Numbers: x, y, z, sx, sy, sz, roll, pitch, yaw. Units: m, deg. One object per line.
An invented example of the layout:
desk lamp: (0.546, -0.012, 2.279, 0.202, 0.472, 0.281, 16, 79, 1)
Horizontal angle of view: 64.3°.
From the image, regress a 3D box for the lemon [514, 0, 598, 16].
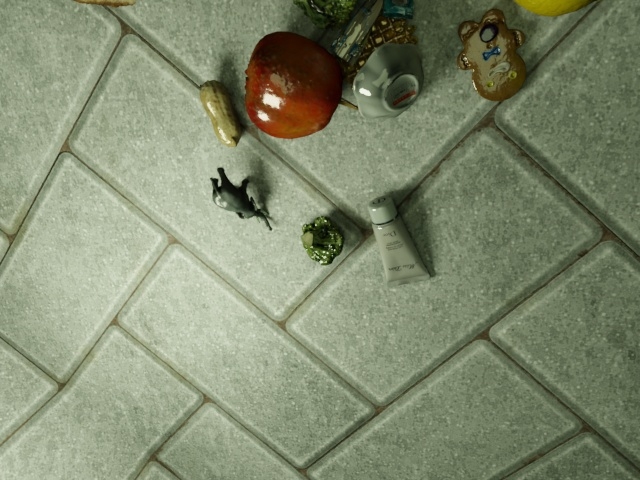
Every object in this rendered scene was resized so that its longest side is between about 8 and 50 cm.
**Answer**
lemon: (0.528, -0.657, 1.159, 0.320, 0.245, 0.245, 39, 116, -1)

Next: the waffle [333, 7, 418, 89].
waffle: (0.151, -0.522, 1.416, 0.232, 0.051, 0.228, 25, 115, 2)

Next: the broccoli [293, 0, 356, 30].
broccoli: (0.008, -0.684, 1.290, 0.180, 0.273, 0.242, -41, 81, 2)

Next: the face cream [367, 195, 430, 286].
face cream: (0.235, 0.009, 1.607, 0.143, 0.089, 0.314, -15, 118, 20)

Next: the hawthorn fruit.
hawthorn fruit: (-0.048, -0.408, 1.401, 0.331, 0.287, 0.287, 14, 115, -5)

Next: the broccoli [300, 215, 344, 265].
broccoli: (0.000, 0.000, 1.634, 0.145, 0.138, 0.162, -51, 56, 21)

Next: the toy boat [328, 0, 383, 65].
toy boat: (0.106, -0.566, 1.348, 0.084, 0.066, 0.210, 35, 108, -2)

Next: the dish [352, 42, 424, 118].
dish: (0.202, -0.409, 1.362, 0.230, 0.081, 0.229, -19, 136, -19)

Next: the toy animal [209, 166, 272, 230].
toy animal: (-0.257, -0.133, 1.644, 0.082, 0.137, 0.269, -33, 141, 21)

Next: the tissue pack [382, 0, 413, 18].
tissue pack: (0.207, -0.651, 1.343, 0.085, 0.028, 0.137, 5, 90, 5)

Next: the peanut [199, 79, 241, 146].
peanut: (-0.301, -0.388, 1.562, 0.100, 0.099, 0.214, -16, 111, 20)

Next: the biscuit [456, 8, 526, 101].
biscuit: (0.461, -0.488, 1.361, 0.180, 0.039, 0.236, -22, 107, 20)

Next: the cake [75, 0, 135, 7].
cake: (-0.634, -0.821, 1.376, 0.256, 0.282, 0.290, 34, 120, 6)
